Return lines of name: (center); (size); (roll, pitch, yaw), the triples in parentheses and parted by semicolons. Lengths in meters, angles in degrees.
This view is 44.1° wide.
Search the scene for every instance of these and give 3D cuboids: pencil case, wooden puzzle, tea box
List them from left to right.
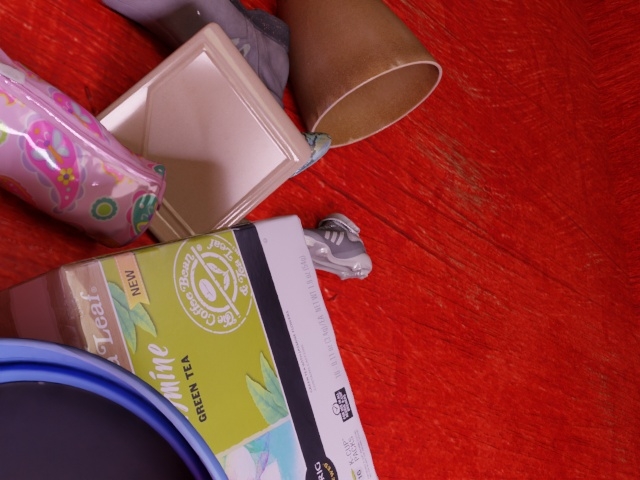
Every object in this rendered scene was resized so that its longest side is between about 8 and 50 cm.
pencil case: (-0.296, -0.105, 0.833); (0.284, 0.124, 0.124); (40, 46, -36)
tea box: (-0.148, 0.173, 0.814); (0.324, 0.220, 0.328); (-17, 89, -52)
wooden puzzle: (-0.156, -0.121, 1.010); (0.239, 0.044, 0.221); (-44, 115, -12)

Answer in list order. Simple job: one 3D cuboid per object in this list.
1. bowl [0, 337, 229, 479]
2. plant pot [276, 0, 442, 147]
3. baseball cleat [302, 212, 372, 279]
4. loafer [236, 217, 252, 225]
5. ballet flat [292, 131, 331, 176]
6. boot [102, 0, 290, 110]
bowl: (-0.231, 0.266, 0.566); (0.077, 0.391, 0.390); (62, 17, -78)
plant pot: (0.036, -0.322, 1.294); (0.237, 0.237, 0.254); (-8, 68, -53)
baseball cleat: (0.000, 0.000, 1.228); (0.206, 0.072, 0.109); (26, 41, -49)
loafer: (-0.092, 0.031, 1.089); (0.050, 0.056, 0.147); (-16, 88, -48)
ballet flat: (-0.070, -0.109, 1.093); (0.188, 0.070, 0.070); (-37, 109, -11)
boot: (-0.153, -0.233, 1.087); (0.338, 0.118, 0.222); (12, 71, -45)
